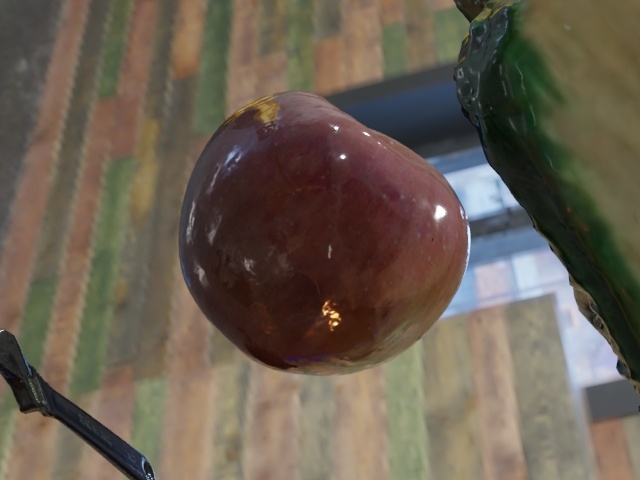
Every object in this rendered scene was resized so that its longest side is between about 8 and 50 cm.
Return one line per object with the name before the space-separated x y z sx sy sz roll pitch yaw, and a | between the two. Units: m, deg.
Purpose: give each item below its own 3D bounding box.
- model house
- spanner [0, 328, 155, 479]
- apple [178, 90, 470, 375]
model house | 0.272 -0.072 1.148 0.382 0.334 0.342 53 -3 -9
spanner | -0.150 0.109 0.977 0.208 0.012 0.046 52 16 -54
apple | 0.000 0.000 1.511 0.305 0.235 0.306 33 7 -5
